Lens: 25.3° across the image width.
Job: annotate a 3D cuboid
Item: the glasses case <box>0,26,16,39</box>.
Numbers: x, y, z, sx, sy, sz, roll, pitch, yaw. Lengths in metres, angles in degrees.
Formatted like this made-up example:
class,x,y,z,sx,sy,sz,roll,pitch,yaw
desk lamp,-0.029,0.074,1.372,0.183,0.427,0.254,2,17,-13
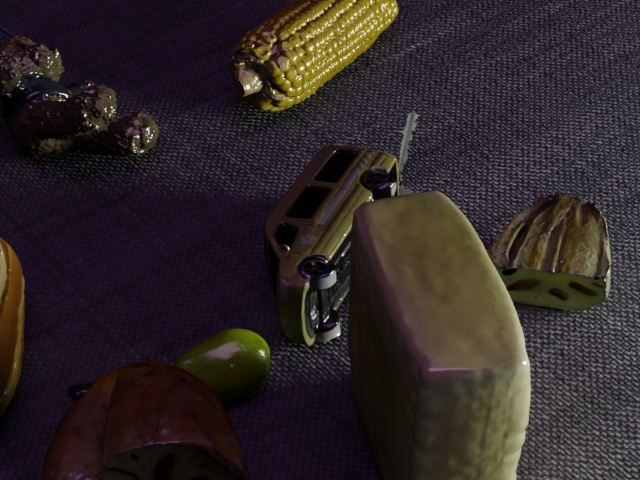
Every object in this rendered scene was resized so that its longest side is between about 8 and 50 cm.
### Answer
class,x,y,z,sx,sy,sz,roll,pitch,yaw
glasses case,-0.526,-0.279,1.961,0.266,0.056,0.105,31,75,29

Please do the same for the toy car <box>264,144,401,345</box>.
class,x,y,z,sx,sy,sz,roll,pitch,yaw
toy car,0.000,0.000,1.614,0.124,0.101,0.257,15,46,22

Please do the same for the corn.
class,x,y,z,sx,sy,sz,roll,pitch,yaw
corn,-0.009,-0.271,1.901,0.119,0.119,0.322,26,48,25

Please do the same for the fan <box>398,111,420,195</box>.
class,x,y,z,sx,sy,sz,roll,pitch,yaw
fan,0.091,-0.050,1.739,0.190,0.009,0.329,5,45,7

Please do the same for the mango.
class,x,y,z,sx,sy,sz,roll,pitch,yaw
mango,-0.105,0.133,1.500,0.108,0.056,0.073,-13,79,-9

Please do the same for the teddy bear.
class,x,y,z,sx,sy,sz,roll,pitch,yaw
teddy bear,-0.338,-0.168,1.786,0.251,0.182,0.129,36,89,31

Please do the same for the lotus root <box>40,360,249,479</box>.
class,x,y,z,sx,sy,sz,roll,pitch,yaw
lotus root,-0.169,0.190,1.337,0.188,0.199,0.180,0,47,-11

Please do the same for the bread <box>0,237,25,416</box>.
class,x,y,z,sx,sy,sz,roll,pitch,yaw
bread,-0.367,0.087,1.490,0.106,0.140,0.236,-6,43,-2

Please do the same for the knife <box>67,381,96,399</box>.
class,x,y,z,sx,sy,sz,roll,pitch,yaw
knife,-0.183,0.153,1.515,0.170,0.010,0.023,-5,42,-9

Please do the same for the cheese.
class,x,y,z,sx,sy,sz,roll,pitch,yaw
cheese,0.106,0.126,1.360,0.124,0.265,0.242,-13,45,-14

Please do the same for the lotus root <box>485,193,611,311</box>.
class,x,y,z,sx,sy,sz,roll,pitch,yaw
lotus root,0.271,0.015,1.630,0.143,0.070,0.144,12,47,20
